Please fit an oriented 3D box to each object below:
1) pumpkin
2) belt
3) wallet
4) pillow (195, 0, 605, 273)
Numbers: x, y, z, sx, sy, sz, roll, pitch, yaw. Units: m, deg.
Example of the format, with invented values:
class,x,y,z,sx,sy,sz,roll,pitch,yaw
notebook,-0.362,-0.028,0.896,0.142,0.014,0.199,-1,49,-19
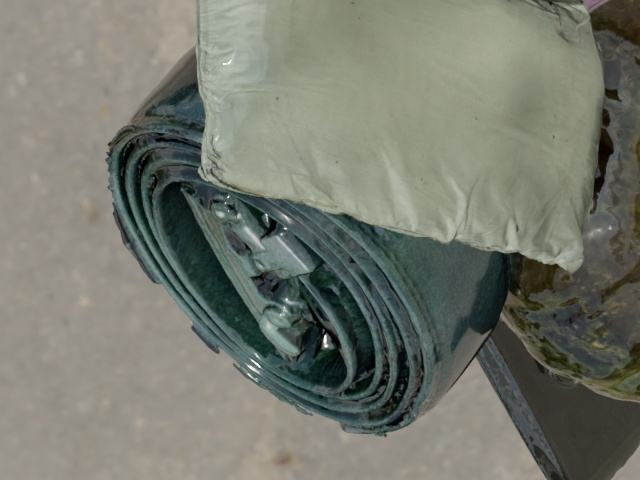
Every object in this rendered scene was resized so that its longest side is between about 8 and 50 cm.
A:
class,x,y,z,sx,sy,sz,roll,pitch,yaw
pumpkin,0.212,-0.025,1.105,0.189,0.260,0.260,-144,47,-68
belt,0.000,0.000,1.032,0.206,0.116,0.267,23,151,28
wallet,0.198,0.094,1.652,0.052,0.168,0.245,-23,102,43
pillow,0.040,-0.066,0.826,0.051,0.229,0.128,-9,73,49
